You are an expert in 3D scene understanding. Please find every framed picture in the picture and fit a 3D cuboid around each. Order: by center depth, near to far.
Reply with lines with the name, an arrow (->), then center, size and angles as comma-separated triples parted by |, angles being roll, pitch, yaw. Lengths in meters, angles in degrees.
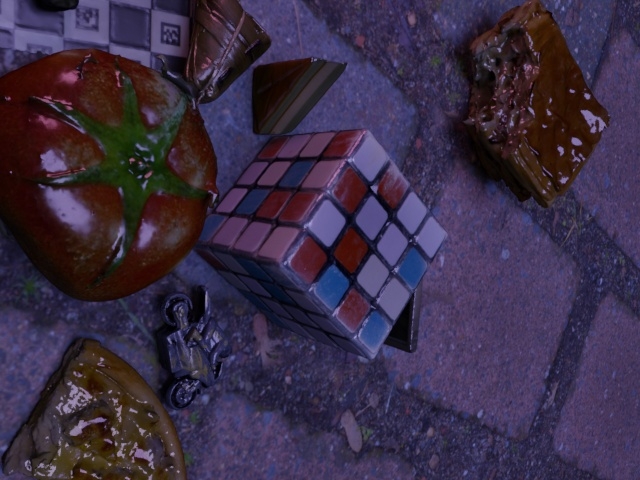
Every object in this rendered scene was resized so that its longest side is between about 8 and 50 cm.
framed picture -> 0.120, 0.062, 1.169 | 0.023, 0.189, 0.259 | -1, 97, -35

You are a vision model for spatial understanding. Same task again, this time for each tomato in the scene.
tomato -> -0.286, -0.084, 0.784 | 0.304, 0.239, 0.303 | 4, 84, -48

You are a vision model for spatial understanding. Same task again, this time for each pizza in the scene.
pizza -> -0.315, 0.307, 0.912 | 0.223, 0.089, 0.323 | -39, 118, -33

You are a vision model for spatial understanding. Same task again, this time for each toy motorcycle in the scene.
toy motorcycle -> -0.195, 0.167, 1.006 | 0.124, 0.061, 0.193 | -9, 101, -41

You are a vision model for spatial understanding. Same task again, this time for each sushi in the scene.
sushi -> -0.305, -0.423, 0.835 | 0.343, 0.064, 0.359 | -2, 98, -39

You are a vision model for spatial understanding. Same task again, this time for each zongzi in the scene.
zongzi -> -0.186, -0.305, 0.939 | 0.189, 0.081, 0.178 | -50, 119, -23

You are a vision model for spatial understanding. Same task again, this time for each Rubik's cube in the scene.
Rubik's cube -> 0.000, -0.001, 1.016 | 0.256, 0.259, 0.253 | 48, 68, -33

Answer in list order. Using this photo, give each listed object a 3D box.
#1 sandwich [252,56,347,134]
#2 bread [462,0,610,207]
sandwich -> -0.035, -0.228, 1.018 | 0.079, 0.163, 0.113 | -5, 100, -39
bread -> 0.437, -0.290, 1.390 | 0.314, 0.191, 0.370 | -47, 110, -18
